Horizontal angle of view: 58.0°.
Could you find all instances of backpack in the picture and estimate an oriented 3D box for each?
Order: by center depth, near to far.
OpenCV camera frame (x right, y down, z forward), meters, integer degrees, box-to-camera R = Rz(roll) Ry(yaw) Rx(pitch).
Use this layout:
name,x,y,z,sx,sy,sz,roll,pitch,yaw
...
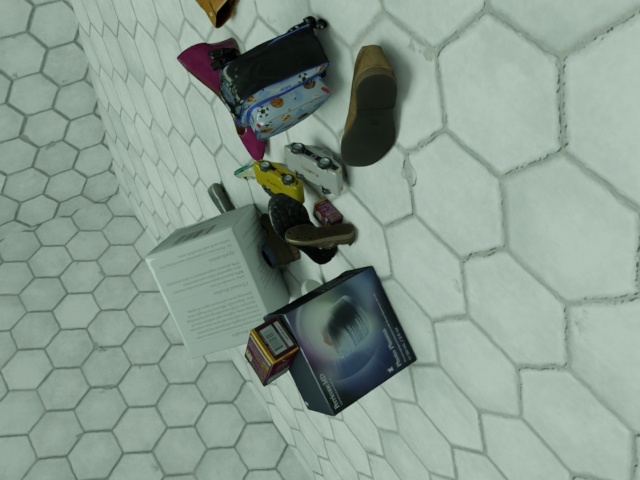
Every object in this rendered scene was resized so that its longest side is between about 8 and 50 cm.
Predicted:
name,x,y,z,sx,sy,sz,roll,pitch,yaw
backpack,-0.110,-0.361,1.349,0.213,0.277,0.263,68,167,-8

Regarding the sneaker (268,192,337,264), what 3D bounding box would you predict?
name,x,y,z,sx,sy,sz,roll,pitch,yaw
sneaker,-0.075,-0.041,1.645,0.283,0.107,0.124,49,175,-40

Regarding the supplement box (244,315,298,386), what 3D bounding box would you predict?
name,x,y,z,sx,sy,sz,roll,pitch,yaw
supplement box,-0.131,0.289,1.496,0.104,0.081,0.188,53,152,19

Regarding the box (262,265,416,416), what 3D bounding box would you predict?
name,x,y,z,sx,sy,sz,roll,pitch,yaw
box,0.053,0.269,1.572,0.296,0.294,0.183,64,155,-3

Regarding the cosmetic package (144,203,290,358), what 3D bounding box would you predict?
name,x,y,z,sx,sy,sz,roll,pitch,yaw
cosmetic package,-0.339,0.134,2.011,0.327,0.329,0.393,-74,-34,-72

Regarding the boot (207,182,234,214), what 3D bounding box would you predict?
name,x,y,z,sx,sy,sz,roll,pitch,yaw
boot,-0.366,-0.133,2.260,0.190,0.076,0.208,-31,80,63

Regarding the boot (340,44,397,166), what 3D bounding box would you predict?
name,x,y,z,sx,sy,sz,roll,pitch,yaw
boot,0.102,-0.275,1.224,0.305,0.112,0.115,99,168,-58

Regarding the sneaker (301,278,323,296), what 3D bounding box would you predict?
name,x,y,z,sx,sy,sz,roll,pitch,yaw
sneaker,0.031,0.200,1.807,0.228,0.087,0.092,46,144,18

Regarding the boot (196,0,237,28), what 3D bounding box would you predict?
name,x,y,z,sx,sy,sz,roll,pitch,yaw
boot,-0.335,-0.685,1.612,0.295,0.104,0.211,-16,100,60

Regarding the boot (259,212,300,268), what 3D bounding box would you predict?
name,x,y,z,sx,sy,sz,roll,pitch,yaw
boot,-0.171,0.000,1.956,0.219,0.106,0.082,49,151,27

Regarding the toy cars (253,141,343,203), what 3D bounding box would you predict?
name,x,y,z,sx,sy,sz,roll,pitch,yaw
toy cars,-0.052,-0.189,1.582,0.176,0.087,0.394,56,153,-13

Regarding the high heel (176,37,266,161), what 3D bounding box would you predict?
name,x,y,z,sx,sy,sz,roll,pitch,yaw
high heel,-0.288,-0.394,1.710,0.127,0.181,0.377,14,126,58

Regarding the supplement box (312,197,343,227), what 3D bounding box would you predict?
name,x,y,z,sx,sy,sz,roll,pitch,yaw
supplement box,0.020,-0.068,1.603,0.083,0.043,0.055,48,150,28

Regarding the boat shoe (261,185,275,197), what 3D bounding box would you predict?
name,x,y,z,sx,sy,sz,roll,pitch,yaw
boat shoe,-0.152,-0.168,1.825,0.133,0.049,0.042,34,150,53

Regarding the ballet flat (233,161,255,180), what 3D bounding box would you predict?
name,x,y,z,sx,sy,sz,roll,pitch,yaw
ballet flat,-0.246,-0.224,1.948,0.052,0.057,0.168,59,157,-15

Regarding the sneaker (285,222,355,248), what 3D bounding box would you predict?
name,x,y,z,sx,sy,sz,roll,pitch,yaw
sneaker,0.000,0.000,1.560,0.071,0.188,0.066,84,-175,-48
